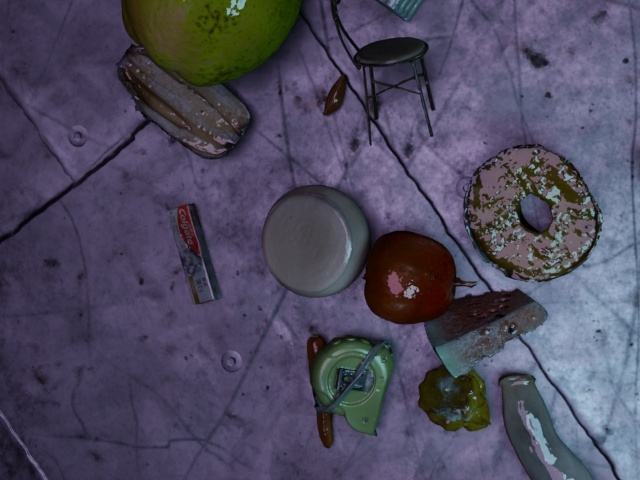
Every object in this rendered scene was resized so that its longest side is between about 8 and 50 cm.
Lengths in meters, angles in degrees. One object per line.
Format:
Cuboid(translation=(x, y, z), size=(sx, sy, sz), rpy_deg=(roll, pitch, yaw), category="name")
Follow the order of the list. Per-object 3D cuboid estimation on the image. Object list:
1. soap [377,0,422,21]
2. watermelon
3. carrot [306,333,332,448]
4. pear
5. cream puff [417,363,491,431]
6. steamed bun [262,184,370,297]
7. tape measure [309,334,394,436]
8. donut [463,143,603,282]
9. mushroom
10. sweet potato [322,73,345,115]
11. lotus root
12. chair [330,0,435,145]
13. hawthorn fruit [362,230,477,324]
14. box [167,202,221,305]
Cuboid(translation=(0.203, -0.568, 1.884), size=(0.087, 0.160, 0.265), rpy_deg=(39, 102, 11), category="soap")
Cuboid(translation=(0.332, 0.163, 1.930), size=(0.241, 0.154, 0.094), rpy_deg=(-20, 124, 5), category="watermelon")
Cuboid(translation=(0.001, 0.320, 2.050), size=(0.043, 0.043, 0.248), rpy_deg=(-5, 93, 15), category="carrot")
Cuboid(translation=(-0.223, -0.491, 1.905), size=(0.391, 0.391, 0.391), rpy_deg=(1, 93, 15), category="pear")
Cuboid(translation=(0.277, 0.322, 1.947), size=(0.146, 0.116, 0.146), rpy_deg=(-19, 51, 25), category="cream puff")
Cuboid(translation=(0.000, 0.000, 1.977), size=(0.232, 0.145, 0.232), rpy_deg=(2, 95, 29), category="steamed bun")
Cuboid(translation=(0.065, 0.285, 1.986), size=(0.175, 0.106, 0.200), rpy_deg=(17, 98, -8), category="tape measure")
Cuboid(translation=(0.416, -0.054, 1.893), size=(0.272, 0.107, 0.272), rpy_deg=(2, 99, 15), category="donut")
Cuboid(translation=(0.449, 0.424, 1.913), size=(0.109, 0.097, 0.351), rpy_deg=(-31, 83, 14), category="mushroom")
Cuboid(translation=(0.032, -0.301, 2.009), size=(0.034, 0.034, 0.095), rpy_deg=(27, 103, 12), category="sweet potato")
Cuboid(translation=(-0.301, -0.297, 2.079), size=(0.329, 0.078, 0.167), rpy_deg=(41, 79, 11), category="lotus root")
Cuboid(translation=(0.124, -0.359, 1.858), size=(0.170, 0.160, 0.325), rpy_deg=(-6, 119, 13), category="chair")
Cuboid(translation=(0.196, 0.076, 1.915), size=(0.225, 0.196, 0.196), rpy_deg=(5, 95, 1), category="hawthorn fruit")
Cuboid(translation=(-0.275, 0.030, 2.104), size=(0.055, 0.039, 0.218), rpy_deg=(-15, 89, 16), category="box")
